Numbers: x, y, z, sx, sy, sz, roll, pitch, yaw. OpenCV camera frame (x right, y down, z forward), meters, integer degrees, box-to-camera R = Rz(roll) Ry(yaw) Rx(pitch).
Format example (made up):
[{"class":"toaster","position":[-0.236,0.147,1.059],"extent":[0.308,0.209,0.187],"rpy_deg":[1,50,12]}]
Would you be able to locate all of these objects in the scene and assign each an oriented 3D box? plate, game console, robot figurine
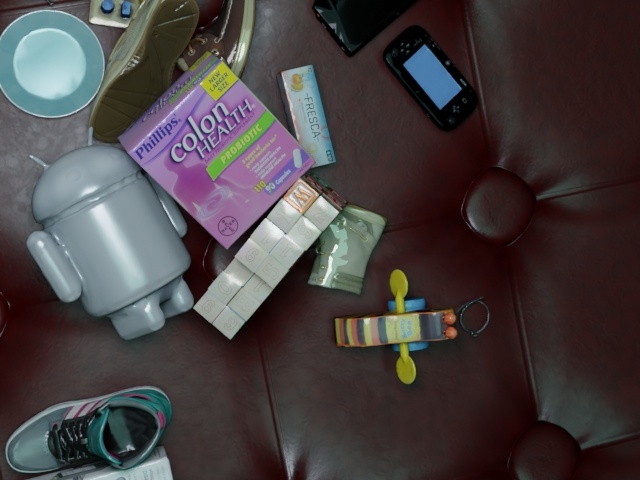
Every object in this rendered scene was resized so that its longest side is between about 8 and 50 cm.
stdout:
[{"class":"plate","position":[-0.470,-0.306,1.909],"extent":[0.188,0.024,0.188],"rpy_deg":[0,91,-11]},{"class":"game console","position":[0.165,-0.372,2.034],"extent":[0.213,0.044,0.361],"rpy_deg":[-42,100,-8]},{"class":"robot figurine","position":[-0.353,-0.010,1.849],"extent":[0.300,0.199,0.353],"rpy_deg":[-34,100,-47]}]

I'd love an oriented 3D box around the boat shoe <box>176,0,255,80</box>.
[{"class":"boat shoe","position":[-0.200,-0.310,1.921],"extent":[0.123,0.123,0.342],"rpy_deg":[14,94,-13]}]

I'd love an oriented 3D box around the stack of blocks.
[{"class":"stack of blocks","position":[-0.087,0.026,1.879],"extent":[0.087,0.171,0.297],"rpy_deg":[41,100,0]}]

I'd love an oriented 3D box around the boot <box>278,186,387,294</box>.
[{"class":"boot","position":[0.000,0.000,1.992],"extent":[0.213,0.077,0.165],"rpy_deg":[19,90,-12]}]

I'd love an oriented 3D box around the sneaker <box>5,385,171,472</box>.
[{"class":"sneaker","position":[-0.390,0.335,1.860],"extent":[0.295,0.178,0.124],"rpy_deg":[-19,95,-11]}]

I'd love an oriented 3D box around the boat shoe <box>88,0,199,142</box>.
[{"class":"boat shoe","position":[-0.312,-0.308,1.893],"extent":[0.109,0.098,0.302],"rpy_deg":[17,114,-35]}]

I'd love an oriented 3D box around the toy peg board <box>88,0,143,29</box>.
[{"class":"toy peg board","position":[-0.315,-0.451,1.911],"extent":[0.161,0.079,0.161],"rpy_deg":[6,90,-12]}]

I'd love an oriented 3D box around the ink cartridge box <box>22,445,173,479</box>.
[{"class":"ink cartridge box","position":[-0.380,0.491,1.897],"extent":[0.272,0.115,0.198],"rpy_deg":[-13,94,-12]}]

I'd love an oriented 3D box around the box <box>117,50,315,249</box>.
[{"class":"box","position":[-0.172,-0.151,1.835],"extent":[0.213,0.117,0.243],"rpy_deg":[-44,115,-1]}]

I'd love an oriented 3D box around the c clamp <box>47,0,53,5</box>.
[{"class":"c clamp","position":[-0.467,-0.510,1.909],"extent":[0.137,0.022,0.161],"rpy_deg":[40,83,-3]}]

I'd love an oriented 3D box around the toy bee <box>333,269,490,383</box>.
[{"class":"toy bee","position":[0.178,0.142,1.988],"extent":[0.298,0.162,0.195],"rpy_deg":[-27,95,-10]}]

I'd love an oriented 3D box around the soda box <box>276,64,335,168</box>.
[{"class":"soda box","position":[-0.027,-0.222,1.988],"extent":[0.063,0.058,0.183],"rpy_deg":[-14,95,-12]}]
